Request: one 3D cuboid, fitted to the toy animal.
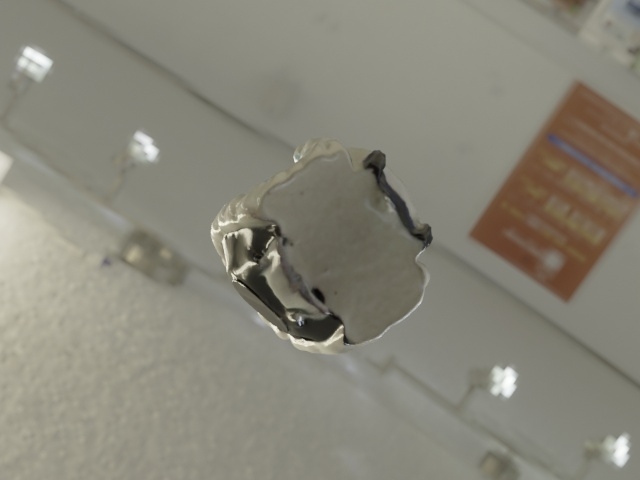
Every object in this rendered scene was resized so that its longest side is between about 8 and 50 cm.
[{"bbox_3d":[0.000,0.000,1.849,0.208,0.204,0.156,55,165,-18],"label":"toy animal"}]
